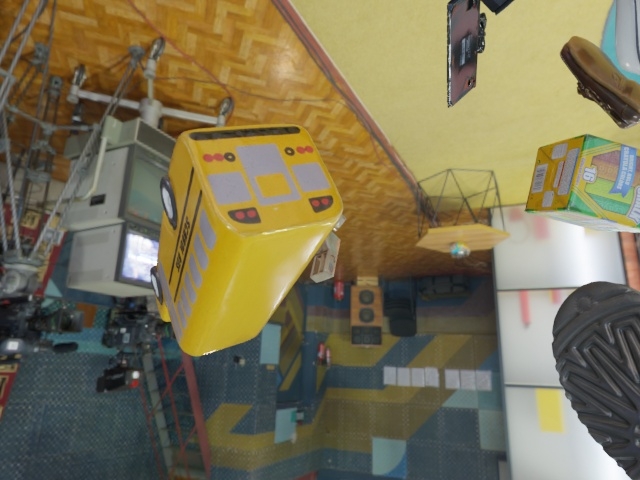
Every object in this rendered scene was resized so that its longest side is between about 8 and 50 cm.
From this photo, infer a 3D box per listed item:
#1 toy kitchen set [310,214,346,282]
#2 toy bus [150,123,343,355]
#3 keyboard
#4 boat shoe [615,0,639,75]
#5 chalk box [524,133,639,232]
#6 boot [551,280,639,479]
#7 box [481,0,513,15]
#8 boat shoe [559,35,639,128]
[{"bbox_3d":[0.000,0.000,0.640,0.068,0.075,0.083,-24,128,35],"label":"toy kitchen set"},{"bbox_3d":[-0.100,0.021,0.464,0.108,0.130,0.333,-13,156,-30],"label":"toy bus"},{"bbox_3d":[0.237,-0.320,0.730,0.023,0.108,0.180,35,157,34],"label":"keyboard"},{"bbox_3d":[0.286,-0.243,0.345,0.096,0.088,0.268,-32,127,-3],"label":"boat shoe"},{"bbox_3d":[0.508,-0.090,0.794,0.213,0.133,0.132,12,180,-7],"label":"chalk box"},{"bbox_3d":[0.520,0.247,0.555,0.445,0.367,0.146,16,131,-33],"label":"boot"},{"bbox_3d":[0.230,-0.486,0.559,0.295,0.073,0.293,41,167,-10],"label":"box"},{"bbox_3d":[0.521,-0.288,0.831,0.207,0.073,0.073,44,156,0],"label":"boat shoe"}]
